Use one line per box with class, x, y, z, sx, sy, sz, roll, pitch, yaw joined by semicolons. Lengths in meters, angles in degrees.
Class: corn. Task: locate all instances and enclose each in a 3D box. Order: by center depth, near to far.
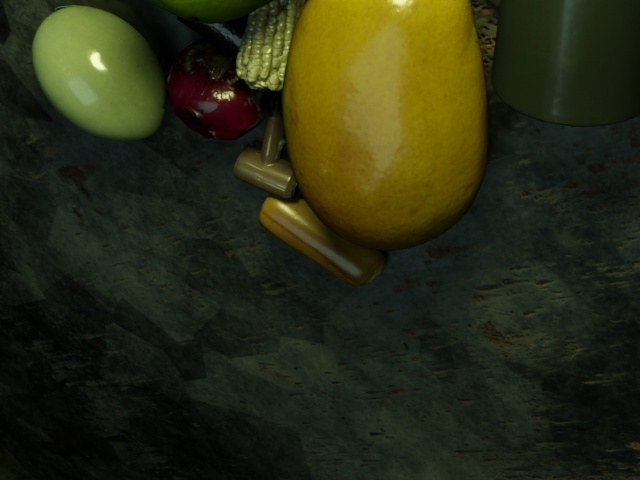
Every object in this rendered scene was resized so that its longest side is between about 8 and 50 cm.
corn;-0.066;-0.319;1.443;0.087;0.087;0.210;16;101;22

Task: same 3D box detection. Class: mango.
mango;0.091;-0.187;1.390;0.300;0.232;0.445;21;132;22

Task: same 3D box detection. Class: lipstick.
lipstick;-0.201;-0.372;1.523;0.300;0.081;0.081;35;140;0

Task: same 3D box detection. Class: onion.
onion;-0.167;-0.213;1.613;0.173;0.135;0.198;24;142;23

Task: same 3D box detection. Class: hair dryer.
hair dryer;-0.076;-0.157;1.666;0.117;0.064;0.181;23;133;13

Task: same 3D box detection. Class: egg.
egg;-0.359;-0.270;1.648;0.187;0.186;0.253;-24;110;46

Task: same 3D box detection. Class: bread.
bread;0.000;0.000;1.751;0.239;0.074;0.092;33;135;2

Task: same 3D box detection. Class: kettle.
kettle;0.299;-0.329;1.167;0.203;0.262;0.308;-8;129;-4

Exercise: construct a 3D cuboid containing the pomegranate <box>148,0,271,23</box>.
pomegranate;-0.116;-0.406;1.298;0.216;0.309;0.358;42;173;-12
